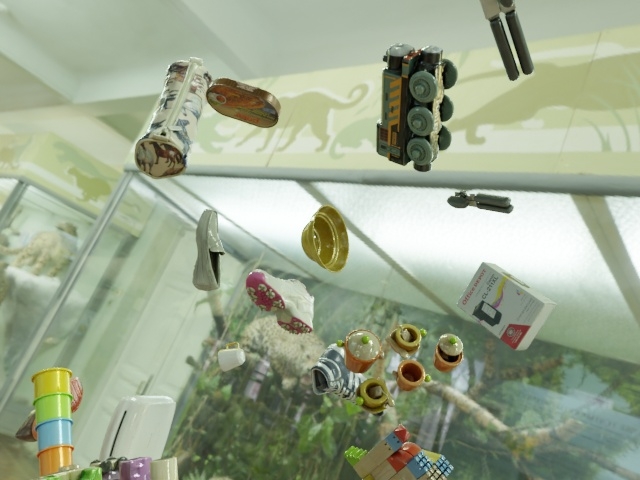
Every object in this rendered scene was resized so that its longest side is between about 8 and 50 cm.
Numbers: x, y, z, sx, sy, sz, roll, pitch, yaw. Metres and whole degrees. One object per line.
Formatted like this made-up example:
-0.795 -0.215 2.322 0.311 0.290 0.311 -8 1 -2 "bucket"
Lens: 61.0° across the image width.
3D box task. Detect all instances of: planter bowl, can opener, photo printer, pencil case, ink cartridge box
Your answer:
0.000 0.000 1.722 0.090 0.217 0.217 -9 -32 32 "planter bowl"
0.642 -0.147 2.189 0.280 0.093 0.074 14 -35 51 "can opener"
-0.594 0.631 1.762 0.107 0.256 0.307 12 -14 10 "photo printer"
0.455 -0.529 1.337 0.075 0.095 0.284 -19 -69 23 "can opener"
-0.444 -0.387 1.686 0.159 0.411 0.183 23 -39 -21 "pencil case"
0.419 0.147 1.242 0.072 0.128 0.175 9 23 -47 "ink cartridge box"

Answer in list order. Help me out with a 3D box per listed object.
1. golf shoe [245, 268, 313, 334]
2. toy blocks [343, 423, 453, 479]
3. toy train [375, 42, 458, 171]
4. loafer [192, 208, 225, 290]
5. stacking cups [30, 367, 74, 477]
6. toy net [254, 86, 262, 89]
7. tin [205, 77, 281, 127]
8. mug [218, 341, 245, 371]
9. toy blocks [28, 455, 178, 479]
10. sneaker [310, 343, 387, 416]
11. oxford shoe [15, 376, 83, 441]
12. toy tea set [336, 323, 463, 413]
-0.116 0.161 1.629 0.115 0.140 0.306 -7 -40 30 "golf shoe"
0.280 0.720 1.634 0.381 0.261 0.190 48 37 19 "toy blocks"
0.235 -0.337 1.394 0.190 0.142 0.334 25 -42 32 "toy train"
-0.416 0.034 2.087 0.111 0.320 0.112 -1 -7 19 "loafer"
-0.626 0.465 1.273 0.095 0.316 0.096 -13 -30 -8 "stacking cups"
-0.324 -0.517 2.020 0.232 0.045 0.122 4 -38 -8 "toy net"
-0.189 -0.340 1.345 0.189 0.040 0.106 19 -34 -1 "tin"
-0.253 0.329 1.552 0.064 0.078 0.062 -16 -17 9 "mug"
-0.384 0.496 0.844 0.288 0.260 0.308 3 -19 -40 "toy blocks"
0.083 0.483 1.750 0.282 0.153 0.099 50 -48 6 "sneaker"
-0.813 0.502 1.641 0.098 0.097 0.271 -13 14 8 "oxford shoe"
0.210 0.290 1.390 0.200 0.335 0.124 57 -28 33 "toy tea set"
